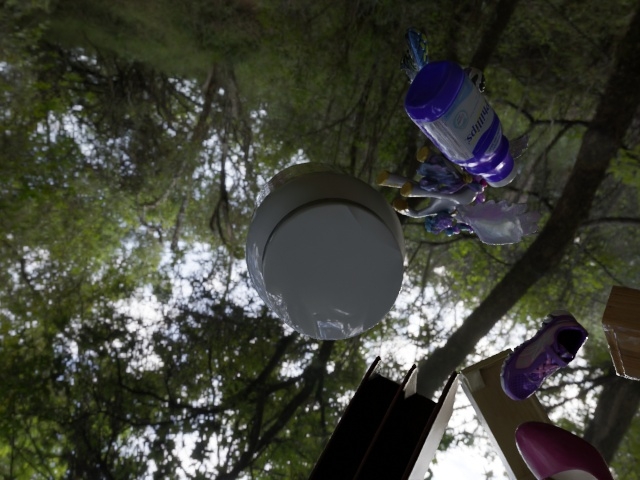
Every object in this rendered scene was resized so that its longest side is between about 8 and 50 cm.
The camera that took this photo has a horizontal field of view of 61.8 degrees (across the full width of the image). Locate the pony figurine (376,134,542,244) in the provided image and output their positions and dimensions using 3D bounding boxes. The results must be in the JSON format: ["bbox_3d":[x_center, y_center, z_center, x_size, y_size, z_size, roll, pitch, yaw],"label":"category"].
[{"bbox_3d":[0.389,-0.133,1.469,0.364,0.302,0.351,17,158,-24],"label":"pony figurine"}]

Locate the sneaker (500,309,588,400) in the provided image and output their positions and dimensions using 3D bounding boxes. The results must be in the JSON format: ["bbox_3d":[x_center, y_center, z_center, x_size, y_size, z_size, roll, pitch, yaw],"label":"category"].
[{"bbox_3d":[0.495,0.255,1.170,0.095,0.236,0.104,42,177,-7],"label":"sneaker"}]

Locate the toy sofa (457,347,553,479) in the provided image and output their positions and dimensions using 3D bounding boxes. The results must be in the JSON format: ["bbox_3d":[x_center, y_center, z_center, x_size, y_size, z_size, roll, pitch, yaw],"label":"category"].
[{"bbox_3d":[0.507,0.475,1.379,0.150,0.177,0.362,-26,-117,2],"label":"toy sofa"}]

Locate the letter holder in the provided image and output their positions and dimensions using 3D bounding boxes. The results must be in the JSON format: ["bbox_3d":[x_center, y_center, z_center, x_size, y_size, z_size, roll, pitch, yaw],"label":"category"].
[{"bbox_3d":[0.088,0.334,0.841,0.152,0.214,0.301,22,-120,22],"label":"letter holder"}]

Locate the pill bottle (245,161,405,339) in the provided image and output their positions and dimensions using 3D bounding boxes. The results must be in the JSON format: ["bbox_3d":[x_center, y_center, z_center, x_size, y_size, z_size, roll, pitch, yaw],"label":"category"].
[{"bbox_3d":[0.000,0.000,0.837,0.229,0.228,0.407,8,-169,-6],"label":"pill bottle"}]

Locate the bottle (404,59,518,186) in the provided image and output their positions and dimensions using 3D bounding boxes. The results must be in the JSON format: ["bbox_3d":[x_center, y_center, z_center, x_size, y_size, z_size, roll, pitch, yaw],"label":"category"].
[{"bbox_3d":[0.269,-0.198,0.976,0.283,0.118,0.092,37,167,-36],"label":"bottle"}]

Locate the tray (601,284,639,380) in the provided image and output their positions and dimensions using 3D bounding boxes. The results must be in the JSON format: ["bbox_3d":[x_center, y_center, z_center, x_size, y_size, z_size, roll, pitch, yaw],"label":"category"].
[{"bbox_3d":[0.629,0.181,0.732,0.411,0.076,0.203,12,153,42],"label":"tray"}]

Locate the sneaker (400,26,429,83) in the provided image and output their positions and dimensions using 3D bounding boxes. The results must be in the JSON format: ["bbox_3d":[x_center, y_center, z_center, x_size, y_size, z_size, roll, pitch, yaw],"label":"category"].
[{"bbox_3d":[0.238,-0.465,1.376,0.078,0.067,0.188,14,160,24],"label":"sneaker"}]

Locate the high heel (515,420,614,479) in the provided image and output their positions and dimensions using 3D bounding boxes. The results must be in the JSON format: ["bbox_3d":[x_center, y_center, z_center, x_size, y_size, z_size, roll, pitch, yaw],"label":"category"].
[{"bbox_3d":[0.314,0.325,0.630,0.244,0.082,0.117,50,-147,-13],"label":"high heel"}]

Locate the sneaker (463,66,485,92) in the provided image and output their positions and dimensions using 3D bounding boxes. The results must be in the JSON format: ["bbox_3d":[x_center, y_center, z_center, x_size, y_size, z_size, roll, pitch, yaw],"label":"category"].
[{"bbox_3d":[0.362,-0.353,1.353,0.068,0.169,0.071,0,-149,-27],"label":"sneaker"}]
